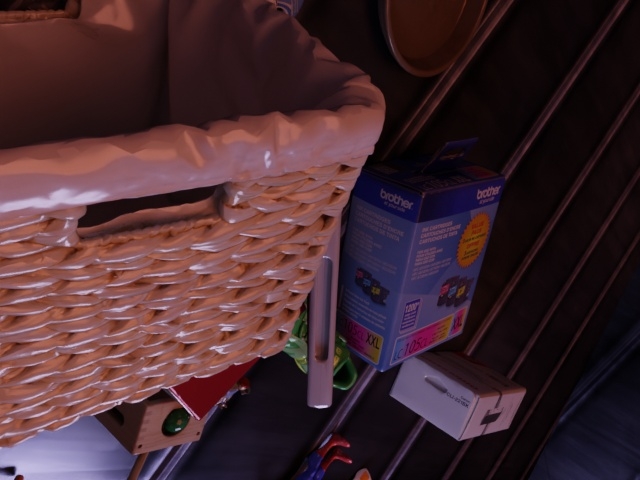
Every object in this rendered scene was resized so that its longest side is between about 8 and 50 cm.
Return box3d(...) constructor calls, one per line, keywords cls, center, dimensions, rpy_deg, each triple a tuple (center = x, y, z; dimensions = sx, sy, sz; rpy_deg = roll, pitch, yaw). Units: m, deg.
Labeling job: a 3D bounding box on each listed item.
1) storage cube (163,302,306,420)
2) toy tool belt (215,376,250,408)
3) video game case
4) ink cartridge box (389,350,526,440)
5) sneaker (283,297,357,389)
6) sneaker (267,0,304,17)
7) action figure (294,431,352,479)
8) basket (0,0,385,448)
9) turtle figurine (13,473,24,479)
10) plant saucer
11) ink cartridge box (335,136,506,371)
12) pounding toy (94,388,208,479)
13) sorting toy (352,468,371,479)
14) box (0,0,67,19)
box3d(cls="storage cube", center=(-0.166, 0.057, 0.806), dimensions=(0.193, 0.183, 0.215), rpy_deg=(-46, 141, -19))
box3d(cls="toy tool belt", center=(-0.155, 0.234, 1.050), dimensions=(0.083, 0.052, 0.051), rpy_deg=(5, 139, -48))
box3d(cls="video game case", center=(0.000, 0.000, 0.909), dimensions=(0.036, 0.329, 0.300), rpy_deg=(1, 120, -1))
box3d(cls="ink cartridge box", center=(0.318, 0.347, 1.549), dimensions=(0.272, 0.197, 0.114), rpy_deg=(13, 102, -52))
box3d(cls="sneaker", center=(-0.013, 0.158, 1.100), dimensions=(0.109, 0.123, 0.295), rpy_deg=(-54, 142, -11))
box3d(cls="sneaker", center=(-0.083, -0.306, 0.764), dimensions=(0.211, 0.080, 0.081), rpy_deg=(12, 99, -51))
box3d(cls="action figure", center=(-0.024, 0.511, 1.304), dimensions=(0.280, 0.139, 0.091), rpy_deg=(-34, 134, -29))
box3d(cls="basket", center=(-0.190, -0.060, 0.521), dimensions=(0.328, 0.331, 0.266), rpy_deg=(-14, 136, -33))
box3d(cls="turtle figurine", center=(-0.427, 0.268, 0.707), dimensions=(0.269, 0.087, 0.217), rpy_deg=(-32, 143, -57))
box3d(cls="plant saucer", center=(0.179, -0.397, 1.052), dimensions=(0.278, 0.041, 0.278), rpy_deg=(-27, 130, -37))
box3d(cls="ink cartridge box", center=(0.176, 0.000, 1.211), dimensions=(0.270, 0.151, 0.396), rpy_deg=(-15, 121, -45))
box3d(cls="pounding toy", center=(-0.224, 0.232, 0.880), dimensions=(0.130, 0.141, 0.100), rpy_deg=(4, 109, -51))
box3d(cls="sorting toy", center=(0.077, 0.576, 1.546), dimensions=(0.075, 0.045, 0.083), rpy_deg=(-8, 119, -26))
box3d(cls="box", center=(-0.174, -0.227, 0.687), dimensions=(0.183, 0.056, 0.231), rpy_deg=(-43, 142, 3))
